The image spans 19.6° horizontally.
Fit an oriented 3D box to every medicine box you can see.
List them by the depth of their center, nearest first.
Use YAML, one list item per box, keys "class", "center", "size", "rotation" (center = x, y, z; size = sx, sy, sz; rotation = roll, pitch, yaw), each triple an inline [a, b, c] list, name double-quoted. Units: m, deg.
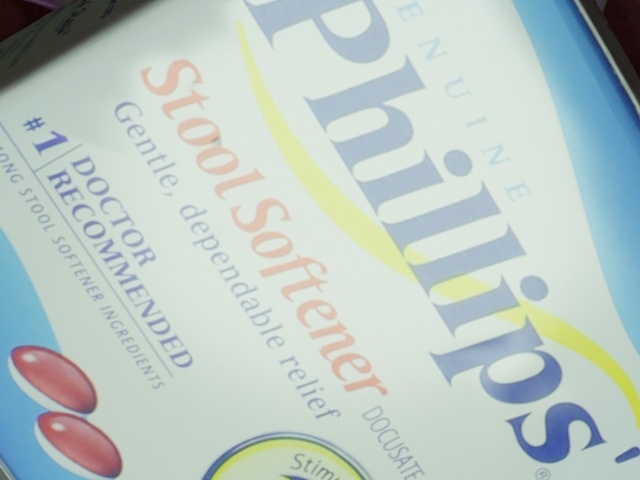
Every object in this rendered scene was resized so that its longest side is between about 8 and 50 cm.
- class: "medicine box"
  center: [0.000, 0.000, 0.764]
  size: [0.289, 0.149, 0.263]
  rotation: [-29, 107, 15]

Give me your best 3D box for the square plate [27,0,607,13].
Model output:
- class: "square plate"
  center: [0.000, -0.235, 0.805]
  size: [0.344, 0.049, 0.347]
  rotation: [21, 100, -5]
